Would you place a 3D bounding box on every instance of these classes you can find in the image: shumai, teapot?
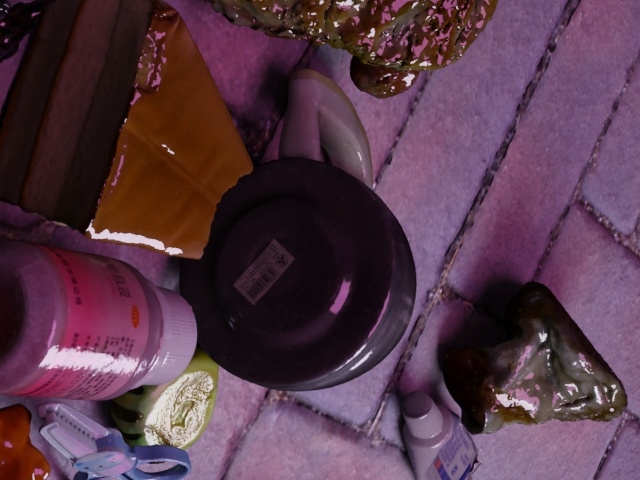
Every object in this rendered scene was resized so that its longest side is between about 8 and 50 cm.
[{"bbox_3d":[0.286,0.187,2.132,0.204,0.222,0.272,-40,140,9],"label":"shumai"},{"bbox_3d":[-0.018,0.015,1.684,0.240,0.321,0.239,-29,161,12],"label":"teapot"}]

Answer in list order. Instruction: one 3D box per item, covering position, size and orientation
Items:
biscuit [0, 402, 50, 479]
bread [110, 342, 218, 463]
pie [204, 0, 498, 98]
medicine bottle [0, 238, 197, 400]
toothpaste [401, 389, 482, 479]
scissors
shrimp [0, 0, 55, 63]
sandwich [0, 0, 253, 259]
[{"bbox_3d":[-0.358,0.278,1.356,0.312,0.111,0.318,-12,81,-50],"label":"biscuit"},{"bbox_3d":[-0.165,0.166,1.637,0.130,0.071,0.139,-38,139,-29],"label":"bread"},{"bbox_3d":[0.042,-0.369,1.560,0.418,0.180,0.395,30,84,-45],"label":"pie"},{"bbox_3d":[-0.229,0.081,1.465,0.247,0.147,0.147,13,97,-56],"label":"medicine bottle"},{"bbox_3d":[0.162,0.283,2.107,0.099,0.068,0.282,-28,145,-1],"label":"toothpaste"},{"bbox_3d":[-0.221,0.210,1.540,0.125,0.030,0.256,-20,152,8],"label":"scissors"},{"bbox_3d":[-0.361,-0.040,1.306,0.445,0.085,0.272,-51,144,-17],"label":"shrimp"},{"bbox_3d":[-0.167,-0.114,1.443,0.198,0.155,0.227,14,96,-54],"label":"sandwich"}]
